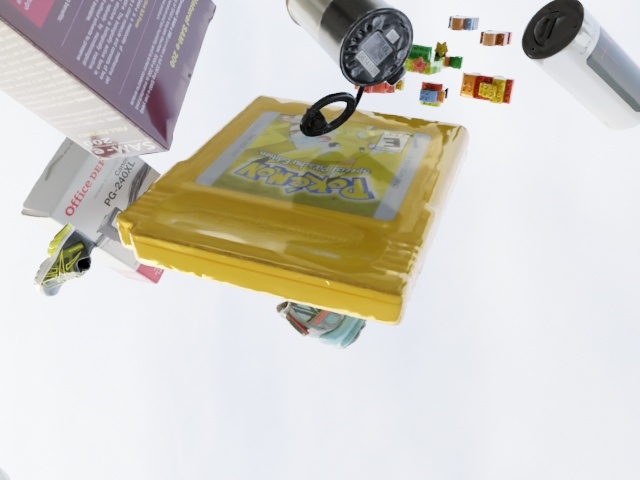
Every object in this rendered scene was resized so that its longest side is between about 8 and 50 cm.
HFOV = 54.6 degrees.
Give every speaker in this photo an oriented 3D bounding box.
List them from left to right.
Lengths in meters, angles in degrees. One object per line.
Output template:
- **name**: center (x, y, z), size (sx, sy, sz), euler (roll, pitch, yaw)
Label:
- **speaker**: center (0.228, -0.145, 0.522), size (0.055, 0.136, 0.055), euler (-28, -129, 41)

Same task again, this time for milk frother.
- **milk frother**: center (0.009, -0.203, 0.662), size (0.143, 0.129, 0.134), euler (-32, -128, -2)

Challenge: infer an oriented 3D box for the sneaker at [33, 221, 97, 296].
- **sneaker**: center (-0.214, 0.023, 0.521), size (0.035, 0.031, 0.083), euler (31, -53, -6)

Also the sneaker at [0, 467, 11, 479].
- **sneaker**: center (-0.155, 0.180, 0.262), size (0.058, 0.084, 0.152), euler (-9, -130, 13)

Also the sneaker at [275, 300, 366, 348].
- **sneaker**: center (0.000, 0.000, 0.786), size (0.104, 0.125, 0.261), euler (-44, -145, 43)

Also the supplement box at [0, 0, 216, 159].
- **supplement box**: center (-0.172, -0.164, 0.358), size (0.073, 0.239, 0.130), euler (-2, -117, 31)

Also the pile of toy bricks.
- **pile of toy bricks**: center (0.138, -0.230, 0.804), size (0.212, 0.105, 0.118), euler (16, -63, 28)

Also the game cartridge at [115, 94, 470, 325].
- **game cartridge**: center (-0.010, -0.059, 0.655), size (0.286, 0.052, 0.323), euler (12, -144, 16)

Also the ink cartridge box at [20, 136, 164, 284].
- **ink cartridge box**: center (-0.222, -0.035, 0.672), size (0.063, 0.150, 0.109), euler (9, -113, 40)
